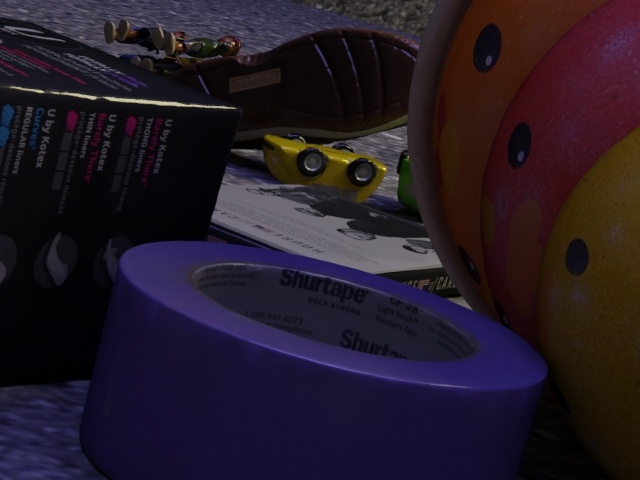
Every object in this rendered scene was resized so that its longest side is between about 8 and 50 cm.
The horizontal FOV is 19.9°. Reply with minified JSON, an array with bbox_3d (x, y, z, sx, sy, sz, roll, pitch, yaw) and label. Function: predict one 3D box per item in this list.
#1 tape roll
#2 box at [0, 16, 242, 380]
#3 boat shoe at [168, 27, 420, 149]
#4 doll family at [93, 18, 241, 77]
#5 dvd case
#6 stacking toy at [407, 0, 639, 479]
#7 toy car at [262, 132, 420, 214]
[{"bbox_3d":[-0.003,0.066,0.787,0.189,0.080,0.189,13,11,-3],"label":"tape roll"},{"bbox_3d":[-0.194,-0.027,0.829,0.165,0.143,0.270,25,14,35],"label":"box"},{"bbox_3d":[-0.006,-0.123,1.561,0.257,0.095,0.095,-1,-15,26],"label":"boat shoe"},{"bbox_3d":[-0.157,-0.186,1.861,0.111,0.076,0.193,-2,17,-42],"label":"doll family"},{"bbox_3d":[0.000,0.000,1.247,0.179,0.029,0.239,21,13,29],"label":"dvd case"},{"bbox_3d":[0.202,0.013,0.821,0.351,0.350,0.480,15,23,1],"label":"stacking toy"},{"bbox_3d":[0.082,-0.037,1.475,0.239,0.053,0.225,18,11,12],"label":"toy car"}]
